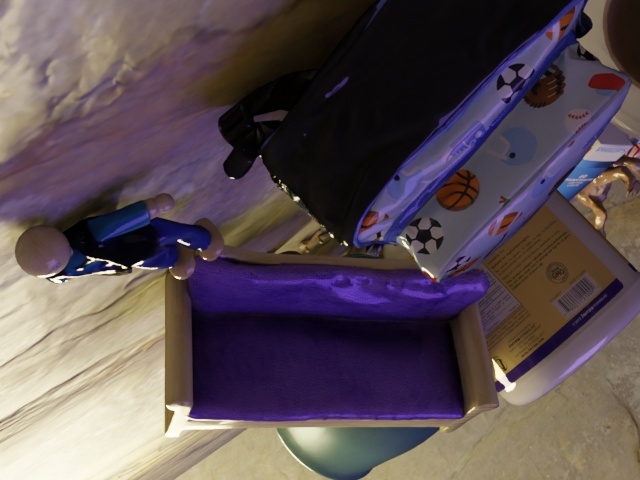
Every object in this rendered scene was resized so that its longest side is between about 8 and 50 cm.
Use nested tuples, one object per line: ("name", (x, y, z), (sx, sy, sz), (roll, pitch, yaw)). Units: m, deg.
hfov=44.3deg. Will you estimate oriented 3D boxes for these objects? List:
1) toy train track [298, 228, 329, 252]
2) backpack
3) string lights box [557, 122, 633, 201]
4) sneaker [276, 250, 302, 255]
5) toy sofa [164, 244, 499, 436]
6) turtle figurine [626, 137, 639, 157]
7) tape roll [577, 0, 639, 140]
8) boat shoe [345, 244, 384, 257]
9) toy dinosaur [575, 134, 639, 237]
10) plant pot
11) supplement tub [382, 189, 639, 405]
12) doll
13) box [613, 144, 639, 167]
("toy train track", (0.000, 0.000, 1.098), (0.083, 0.014, 0.048), (-22, 161, -50))
("backpack", (0.100, -0.100, 0.614), (0.276, 0.213, 0.263), (-42, 177, 11))
("string lights box", (0.396, -0.140, 1.343), (0.076, 0.133, 0.260), (-1, 150, -26))
("sneaker", (-0.098, 0.074, 0.983), (0.192, 0.064, 0.086), (-32, 172, -5))
("toy sofa", (0.011, 0.118, 0.857), (0.362, 0.150, 0.177), (4, 149, -17))
("turtle figurine", (0.546, -0.230, 1.475), (0.234, 0.118, 0.175), (-52, -160, 8))
("tape roll", (0.380, -0.230, 0.761), (0.169, 0.246, 0.246), (-30, 166, -27))
("boat shoe", (0.079, 0.102, 1.368), (0.123, 0.123, 0.342), (-9, 152, -34))
("toy dinosaur", (0.471, -0.128, 1.421), (0.127, 0.200, 0.296), (-45, 158, -22))
("plant pot", (0.064, 0.202, 1.142), (0.271, 0.271, 0.255), (-17, 146, -56))
("supplement tub", (0.235, 0.024, 1.047), (0.241, 0.331, 0.241), (-38, 166, -11))
("doll", (-0.157, 0.003, 0.620), (0.129, 0.046, 0.189), (-32, 164, 27))
("box", (0.671, -0.273, 1.603), (0.300, 0.142, 0.154), (-42, 166, 23))
